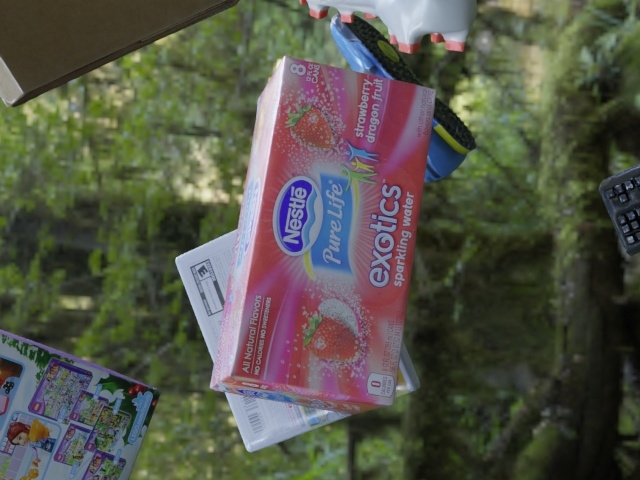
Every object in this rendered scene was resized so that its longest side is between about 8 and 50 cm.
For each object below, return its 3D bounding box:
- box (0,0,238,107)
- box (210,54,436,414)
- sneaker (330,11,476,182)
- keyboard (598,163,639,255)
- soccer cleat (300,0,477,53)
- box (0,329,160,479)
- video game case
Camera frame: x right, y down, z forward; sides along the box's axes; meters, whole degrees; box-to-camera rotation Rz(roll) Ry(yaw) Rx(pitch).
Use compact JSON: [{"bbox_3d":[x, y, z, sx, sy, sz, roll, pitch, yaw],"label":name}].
[{"bbox_3d":[-0.142,-0.181,0.587,0.021,0.164,0.201,-27,96,48],"label":"box"},{"bbox_3d":[0.000,0.000,1.119,0.142,0.154,0.300,136,145,-73],"label":"box"},{"bbox_3d":[0.071,-0.149,1.281,0.082,0.209,0.069,-39,8,30],"label":"sneaker"},{"bbox_3d":[0.366,-0.042,1.132,0.108,0.180,0.023,67,-160,5],"label":"keyboard"},{"bbox_3d":[0.037,-0.160,0.691,0.196,0.068,0.076,-138,46,-61],"label":"soccer cleat"},{"bbox_3d":[-0.263,0.212,0.876,0.057,0.201,0.293,-8,60,67],"label":"box"},{"bbox_3d":[-0.028,0.084,1.262,0.026,0.206,0.227,-6,-107,-67],"label":"video game case"}]
